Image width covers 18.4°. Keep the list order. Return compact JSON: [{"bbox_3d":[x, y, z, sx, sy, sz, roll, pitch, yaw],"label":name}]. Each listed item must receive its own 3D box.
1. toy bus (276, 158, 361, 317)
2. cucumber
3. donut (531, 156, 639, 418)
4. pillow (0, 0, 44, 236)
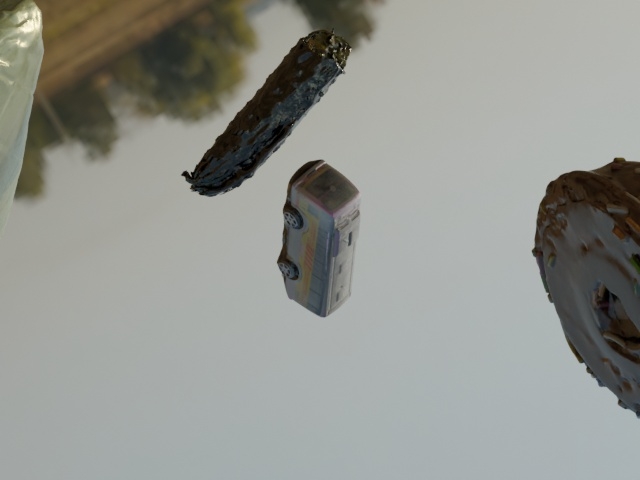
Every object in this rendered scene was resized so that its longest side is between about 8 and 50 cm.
[{"bbox_3d":[0.000,0.000,1.966,0.057,0.072,0.172,-40,153,-32],"label":"toy bus"},{"bbox_3d":[-0.044,-0.104,1.655,0.181,0.053,0.053,-47,-174,5],"label":"cucumber"},{"bbox_3d":[0.260,0.041,1.546,0.089,0.235,0.235,-26,-175,-19],"label":"donut"},{"bbox_3d":[-0.334,-0.035,1.537,0.274,0.076,0.281,-40,158,-39],"label":"pillow"}]
